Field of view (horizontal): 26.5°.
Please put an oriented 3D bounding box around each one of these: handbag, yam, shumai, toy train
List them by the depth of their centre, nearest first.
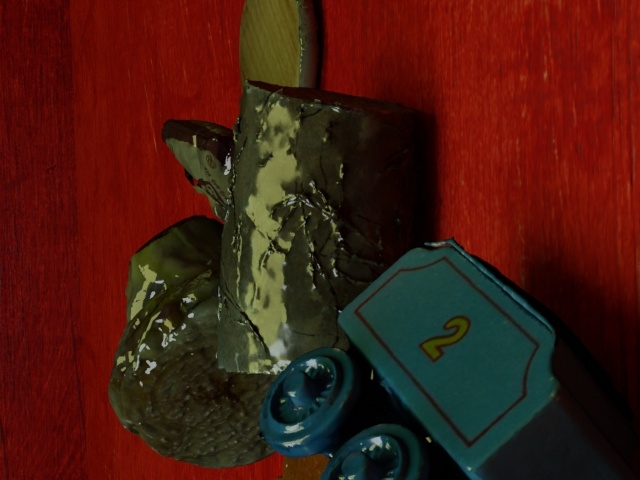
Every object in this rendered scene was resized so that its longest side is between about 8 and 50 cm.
[{"bbox_3d":[0.106,0.153,1.164,0.188,0.265,0.300,48,179,-30],"label":"toy train"},{"bbox_3d":[0.000,0.000,1.508,0.241,0.241,0.348,-155,66,-67],"label":"yam"},{"bbox_3d":[-0.139,0.109,1.791,0.263,0.309,0.304,-113,2,-48],"label":"shumai"},{"bbox_3d":[-0.102,-0.082,1.811,0.127,0.213,0.235,-55,24,-5],"label":"handbag"}]

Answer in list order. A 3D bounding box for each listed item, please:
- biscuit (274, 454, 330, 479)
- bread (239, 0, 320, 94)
[{"bbox_3d":[0.002,0.349,1.776,0.334,0.047,0.202,131,133,-59],"label":"biscuit"},{"bbox_3d":[-0.055,-0.255,1.851,0.267,0.040,0.267,177,90,-69],"label":"bread"}]
